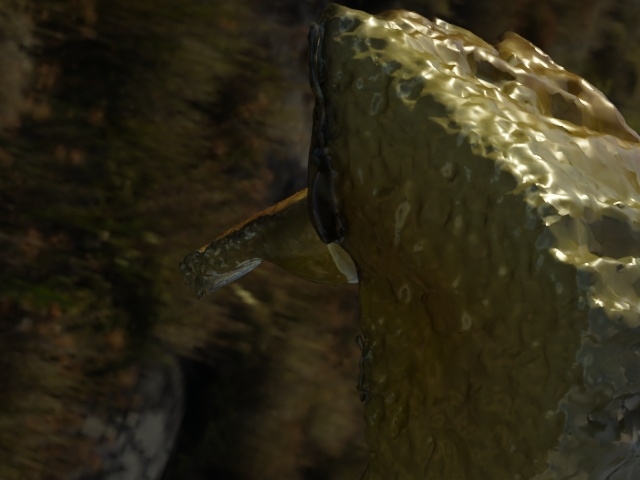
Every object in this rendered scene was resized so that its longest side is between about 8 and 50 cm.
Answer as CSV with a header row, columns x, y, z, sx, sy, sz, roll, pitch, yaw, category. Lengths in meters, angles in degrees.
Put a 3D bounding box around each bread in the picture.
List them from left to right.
x,y,z,sx,sy,sz,roll,pitch,yaw,category
0.088,0.032,0.513,0.174,0.133,0.252,8,77,-47,bread

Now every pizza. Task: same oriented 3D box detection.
x,y,z,sx,sy,sz,roll,pitch,yaw,category
0.006,-0.003,1.009,0.204,0.080,0.188,-29,-177,-3,pizza
